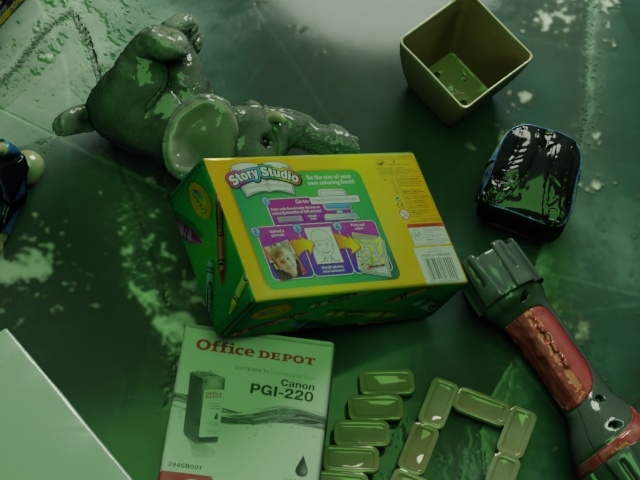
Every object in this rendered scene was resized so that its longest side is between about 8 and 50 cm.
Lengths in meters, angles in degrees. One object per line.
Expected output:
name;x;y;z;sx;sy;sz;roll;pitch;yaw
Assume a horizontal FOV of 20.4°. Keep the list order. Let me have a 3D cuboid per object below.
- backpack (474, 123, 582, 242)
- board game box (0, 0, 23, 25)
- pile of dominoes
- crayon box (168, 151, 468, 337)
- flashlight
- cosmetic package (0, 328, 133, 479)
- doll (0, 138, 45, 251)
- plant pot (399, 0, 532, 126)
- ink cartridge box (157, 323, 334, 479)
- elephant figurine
backpack;0.228;-0.063;1.952;0.105;0.084;0.114;19;69;2
board game box;-0.376;-0.270;1.928;0.048;0.141;0.170;35;66;7
pile of dominoes;0.092;0.253;1.831;0.196;0.040;0.251;21;58;7
crayon box;0.000;0.000;1.835;0.278;0.081;0.165;-4;62;-36
flashlight;0.248;0.139;1.856;0.103;0.103;0.304;-28;74;-23
cosmetic package;-0.264;0.299;1.661;0.217;0.156;0.385;-36;69;-23
doll;-0.335;-0.039;1.847;0.046;0.129;0.189;10;33;9
plant pot;0.153;-0.192;1.992;0.109;0.096;0.109;-37;77;-21
ink cartridge box;-0.075;0.202;1.770;0.158;0.092;0.218;8;55;-1
elephant figurine;-0.117;-0.111;1.886;0.239;0.186;0.169;48;29;8
